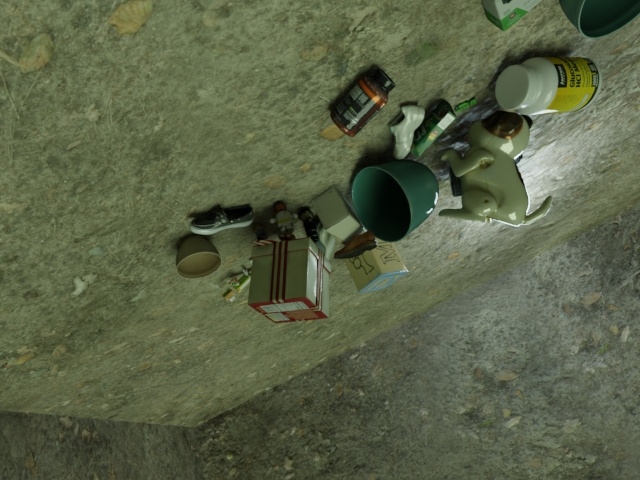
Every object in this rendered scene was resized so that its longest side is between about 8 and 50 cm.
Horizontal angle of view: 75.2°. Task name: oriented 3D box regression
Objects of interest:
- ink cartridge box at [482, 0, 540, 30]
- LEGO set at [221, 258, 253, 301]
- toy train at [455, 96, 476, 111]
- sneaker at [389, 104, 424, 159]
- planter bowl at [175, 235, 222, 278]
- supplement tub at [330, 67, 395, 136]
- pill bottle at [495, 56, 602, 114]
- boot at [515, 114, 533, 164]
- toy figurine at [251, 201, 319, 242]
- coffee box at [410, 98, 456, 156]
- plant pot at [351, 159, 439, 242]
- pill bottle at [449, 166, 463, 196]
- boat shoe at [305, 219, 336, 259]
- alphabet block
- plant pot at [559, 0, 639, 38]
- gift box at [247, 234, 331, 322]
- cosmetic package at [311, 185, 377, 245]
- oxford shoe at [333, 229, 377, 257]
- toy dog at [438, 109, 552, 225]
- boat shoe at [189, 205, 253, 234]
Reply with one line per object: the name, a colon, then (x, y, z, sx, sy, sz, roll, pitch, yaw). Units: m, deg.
ink cartridge box: (0.506, -0.695, 1.100, 0.153, 0.086, 0.208, -38, 146, 19)
LEGO set: (-0.299, 0.151, 1.776, 0.287, 0.132, 0.107, -17, 140, -1)
toy train: (0.520, -0.487, 1.490, 0.083, 0.017, 0.023, -26, 139, 1)
sneaker: (0.277, -0.377, 1.445, 0.094, 0.080, 0.212, 1, 136, -16)
planter bowl: (-0.453, 0.051, 1.521, 0.162, 0.109, 0.162, -18, 149, -12)
supplement tub: (0.129, -0.412, 1.241, 0.198, 0.106, 0.106, -42, 145, 26)
pill bottle: (0.782, -0.534, 1.439, 0.334, 0.188, 0.188, -11, 146, -23)
boot: (0.796, -0.398, 1.737, 0.207, 0.094, 0.246, 14, 138, -42)
toy figurine: (-0.134, -0.037, 1.593, 0.210, 0.148, 0.213, 17, 132, -40)
coffee box: (0.384, -0.390, 1.447, 0.040, 0.113, 0.184, 30, 126, -19)
plant pot: (0.302, -0.171, 1.569, 0.235, 0.293, 0.293, -27, 153, -32)
pill bottle: (0.672, -0.262, 1.739, 0.246, 0.130, 0.130, -7, 155, 22)
boat shoe: (0.000, 0.000, 1.809, 0.099, 0.116, 0.319, 17, 159, 14)
alphabet block: (0.261, 0.115, 1.988, 0.193, 0.197, 0.192, -3, 151, -40)
plant pot: (0.767, -0.735, 1.119, 0.293, 0.196, 0.293, -19, 148, -12)
gift box: (-0.124, 0.131, 1.485, 0.276, 0.258, 0.255, -6, 150, 15)
cosmetic package: (0.105, -0.072, 1.683, 0.113, 0.160, 0.309, -34, 147, 14)
oxford shoe: (0.132, 0.020, 1.631, 0.212, 0.076, 0.076, -27, 155, 38)
toy dog: (0.632, -0.266, 1.521, 0.285, 0.395, 0.407, -1, 99, -53)
boat shoe: (-0.337, -0.080, 1.441, 0.229, 0.080, 0.076, -8, 139, -28)
